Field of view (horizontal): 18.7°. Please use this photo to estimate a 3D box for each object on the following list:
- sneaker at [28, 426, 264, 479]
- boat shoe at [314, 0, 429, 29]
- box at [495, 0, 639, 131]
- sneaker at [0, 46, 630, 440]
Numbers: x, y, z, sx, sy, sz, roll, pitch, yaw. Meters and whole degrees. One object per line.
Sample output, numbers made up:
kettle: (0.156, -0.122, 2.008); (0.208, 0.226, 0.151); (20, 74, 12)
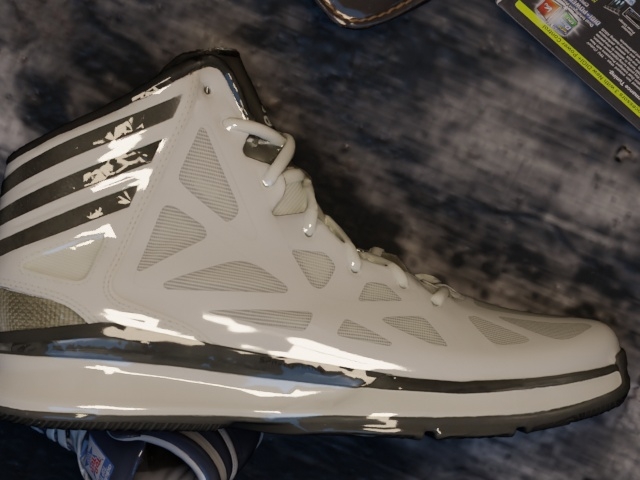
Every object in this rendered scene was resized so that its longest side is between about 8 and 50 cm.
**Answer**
sneaker: (-0.185, 0.122, 1.418); (0.282, 0.153, 0.099); (16, 118, 5)
boat shoe: (0.110, -0.251, 1.172); (0.132, 0.130, 0.355); (43, 118, -10)
box: (0.279, -0.137, 1.209); (0.270, 0.060, 0.216); (40, 130, -8)
sneaker: (0.000, 0.000, 1.304); (0.447, 0.169, 0.257); (3, 87, -14)
